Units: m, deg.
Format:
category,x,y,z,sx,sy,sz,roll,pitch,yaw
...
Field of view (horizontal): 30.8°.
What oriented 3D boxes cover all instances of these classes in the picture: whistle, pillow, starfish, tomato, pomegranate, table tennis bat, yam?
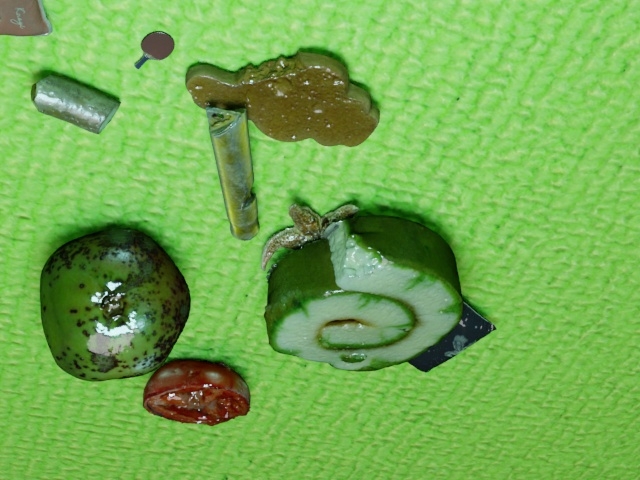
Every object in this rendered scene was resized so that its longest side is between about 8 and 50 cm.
category,x,y,z,sx,sy,sz,roll,pitch,yaw
whistle,-0.145,-0.114,1.968,0.068,0.057,0.326,11,147,10
pillow,0.242,0.194,2.369,0.141,0.055,0.208,35,126,-27
starfish,0.000,0.000,2.135,0.236,0.062,0.277,-8,141,3
tomato,-0.258,0.310,2.445,0.228,0.101,0.228,-1,147,0
pomegranate,-0.376,0.123,2.137,0.285,0.284,0.340,4,171,-7
pillow,-0.487,-0.363,1.687,0.172,0.075,0.179,-2,140,-2
table tennis bat,-0.264,-0.297,1.824,0.050,0.007,0.083,31,127,-33
yam,-0.394,-0.219,1.862,0.147,0.069,0.069,21,133,-24

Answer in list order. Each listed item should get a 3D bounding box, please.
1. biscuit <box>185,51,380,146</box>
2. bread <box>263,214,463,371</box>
category,x,y,z,sx,sy,sz,roll,pitch,yaw
biscuit,-0.059,-0.233,1.879,0.320,0.047,0.183,3,138,-4
bread,0.077,0.106,2.143,0.366,0.129,0.382,-5,143,1
